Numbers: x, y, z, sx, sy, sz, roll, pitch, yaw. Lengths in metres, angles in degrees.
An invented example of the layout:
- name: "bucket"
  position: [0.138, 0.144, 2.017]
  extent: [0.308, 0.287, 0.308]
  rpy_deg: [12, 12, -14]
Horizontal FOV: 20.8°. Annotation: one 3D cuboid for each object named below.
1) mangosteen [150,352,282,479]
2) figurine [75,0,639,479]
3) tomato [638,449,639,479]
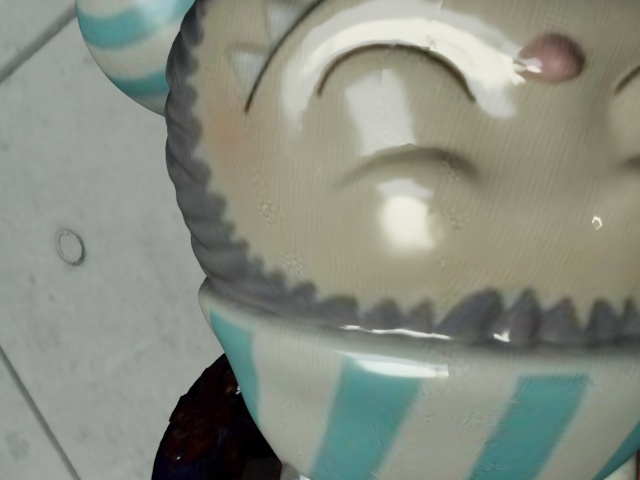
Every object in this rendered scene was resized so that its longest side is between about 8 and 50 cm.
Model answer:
- name: "mangosteen"
  position: [0.022, 0.146, 0.923]
  extent: [0.230, 0.194, 0.194]
  rpy_deg: [42, 135, -22]
- name: "figurine"
  position: [0.000, 0.000, 0.734]
  extent: [0.361, 0.266, 0.378]
  rpy_deg: [7, 78, 47]
- name: "tomato"
  position: [0.201, 0.137, 0.829]
  extent: [0.228, 0.101, 0.228]
  rpy_deg: [10, 106, 35]
